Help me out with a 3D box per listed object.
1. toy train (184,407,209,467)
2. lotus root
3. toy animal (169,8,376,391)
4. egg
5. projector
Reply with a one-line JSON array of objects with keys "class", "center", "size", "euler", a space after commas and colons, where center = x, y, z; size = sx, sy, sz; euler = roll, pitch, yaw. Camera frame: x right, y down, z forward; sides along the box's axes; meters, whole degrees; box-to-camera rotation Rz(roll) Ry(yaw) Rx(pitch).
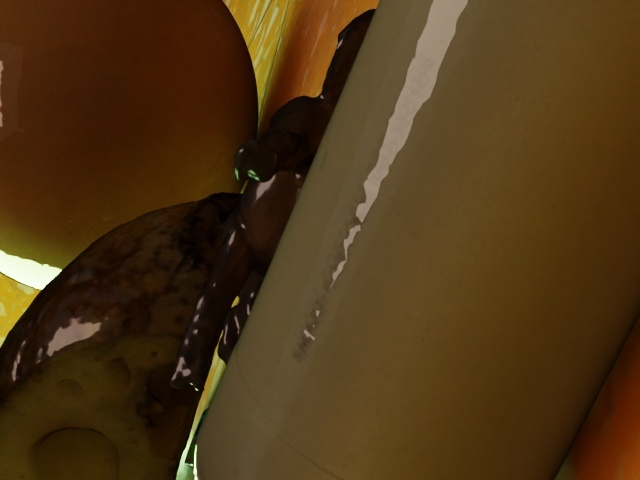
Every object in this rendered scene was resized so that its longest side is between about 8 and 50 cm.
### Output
[{"class": "toy train", "center": [-0.028, 0.103, 0.810], "size": [0.209, 0.044, 0.042], "euler": [153, 137, -74]}, {"class": "lotus root", "center": [-0.143, 0.090, 1.069], "size": [0.210, 0.142, 0.314], "euler": [-72, 2, -56]}, {"class": "toy animal", "center": [-0.022, -0.009, 0.851], "size": [0.148, 0.084, 0.233], "euler": [-93, 18, -55]}, {"class": "egg", "center": [-0.202, -0.111, 1.374], "size": [0.374, 0.301, 0.301], "euler": [-108, 38, -67]}, {"class": "projector", "center": [0.070, -0.058, 0.434], "size": [0.108, 0.108, 0.337], "euler": [-96, 27, -66]}]
